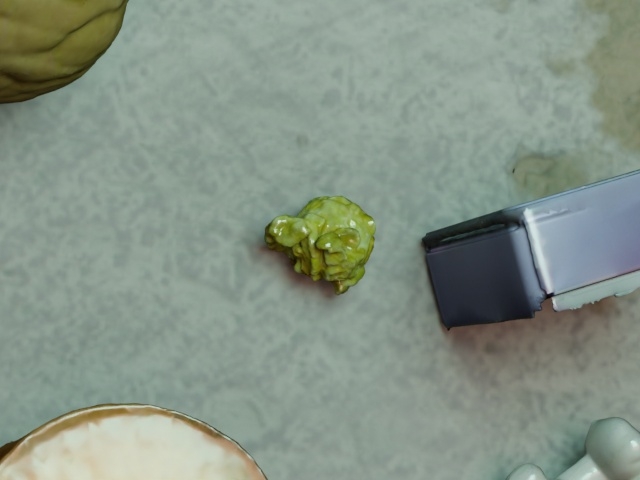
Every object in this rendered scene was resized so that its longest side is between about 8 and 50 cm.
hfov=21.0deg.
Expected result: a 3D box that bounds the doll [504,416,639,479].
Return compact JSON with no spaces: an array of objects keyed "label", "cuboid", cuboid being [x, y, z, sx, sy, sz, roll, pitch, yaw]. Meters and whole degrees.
[{"label":"doll","cuboid":[0.131,0.253,1.151,0.271,0.144,0.208,-19,82,-11]}]

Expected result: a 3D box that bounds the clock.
[{"label":"clock","cuboid":[0.166,0.004,1.151,0.145,0.193,0.073,-16,89,-16]}]

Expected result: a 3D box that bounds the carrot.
[{"label":"carrot","cuboid":[-0.142,0.199,1.024,0.196,0.254,0.196,3,81,-19]}]

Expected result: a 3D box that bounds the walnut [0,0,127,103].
[{"label":"walnut","cuboid":[-0.216,-0.189,1.056,0.228,0.228,0.228,1,86,-15]}]

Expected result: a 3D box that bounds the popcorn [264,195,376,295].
[{"label":"popcorn","cuboid":[-0.001,0.000,1.176,0.083,0.059,0.068,4,46,-23]}]
